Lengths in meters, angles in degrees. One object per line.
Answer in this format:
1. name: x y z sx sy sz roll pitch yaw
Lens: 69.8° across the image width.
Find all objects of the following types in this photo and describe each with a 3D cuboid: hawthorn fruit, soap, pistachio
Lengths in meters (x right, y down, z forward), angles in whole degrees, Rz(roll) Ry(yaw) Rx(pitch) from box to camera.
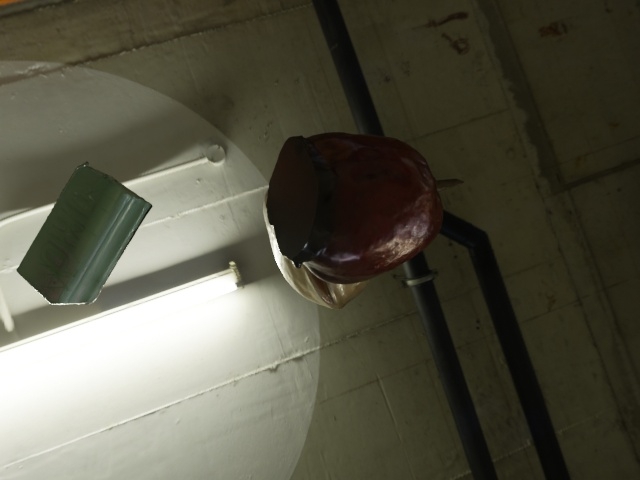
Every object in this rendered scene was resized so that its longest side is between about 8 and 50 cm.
1. hawthorn fruit: 0.057 -0.052 0.556 0.251 0.189 0.190 -20 -92 -16
2. soap: -0.459 -0.010 0.892 0.150 0.094 0.261 31 -89 18
3. pistachio: 0.000 0.000 0.982 0.229 0.230 0.309 -23 -66 -8
